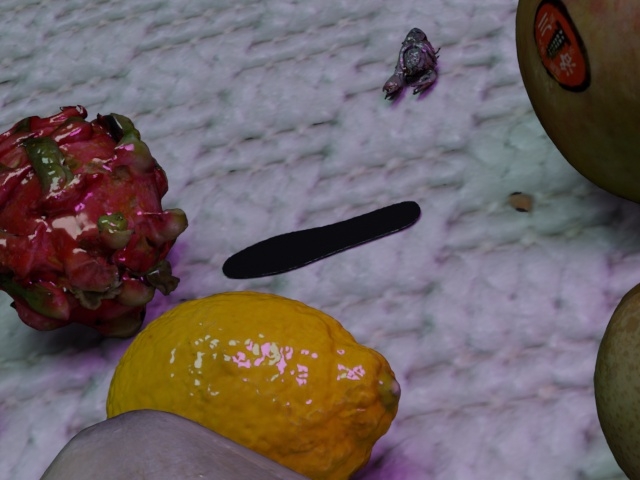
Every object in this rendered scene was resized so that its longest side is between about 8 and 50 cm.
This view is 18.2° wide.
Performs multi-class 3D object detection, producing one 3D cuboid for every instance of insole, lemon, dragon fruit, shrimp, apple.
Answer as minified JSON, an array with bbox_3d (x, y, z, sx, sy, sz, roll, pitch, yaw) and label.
[{"bbox_3d":[0.000,0.000,1.440,0.152,0.002,0.053,-18,29,9],"label":"insole"},{"bbox_3d":[-0.042,0.100,1.166,0.187,0.142,0.142,-12,31,23],"label":"lemon"},{"bbox_3d":[-0.169,-0.005,1.437,0.166,0.160,0.172,7,40,-20],"label":"dragon fruit"},{"bbox_3d":[0.077,-0.139,1.594,0.038,0.029,0.092,1,42,22],"label":"shrimp"},{"bbox_3d":[0.248,-0.131,1.288,0.260,0.194,0.261,-17,27,9],"label":"apple"}]

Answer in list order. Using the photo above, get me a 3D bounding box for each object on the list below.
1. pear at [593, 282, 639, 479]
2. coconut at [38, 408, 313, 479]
[{"bbox_3d":[0.224,0.071,1.026,0.167,0.137,0.167,-18,12,4],"label":"pear"},{"bbox_3d":[-0.067,0.186,0.949,0.202,0.202,0.222,-21,74,4],"label":"coconut"}]
